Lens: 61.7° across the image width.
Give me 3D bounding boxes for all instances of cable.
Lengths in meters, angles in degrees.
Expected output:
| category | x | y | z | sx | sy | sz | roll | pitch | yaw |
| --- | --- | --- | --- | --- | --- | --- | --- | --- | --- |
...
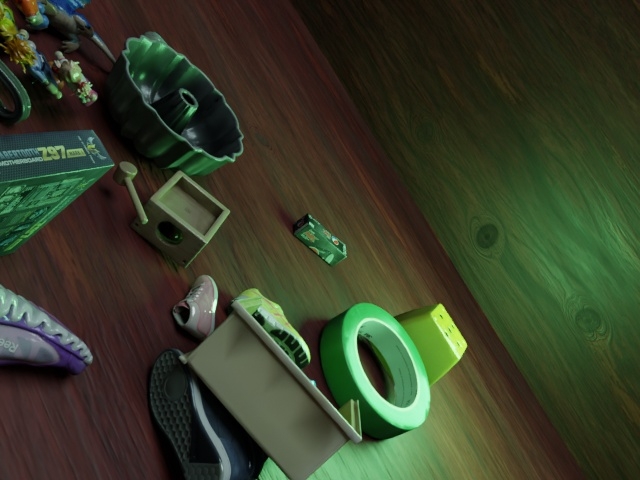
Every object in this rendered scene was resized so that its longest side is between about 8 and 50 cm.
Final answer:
| category | x | y | z | sx | sy | sz | roll | pitch | yaw |
| --- | --- | --- | --- | --- | --- | --- | --- | --- | --- |
| cable | -0.543 | -0.324 | 0.824 | 0.287 | 0.139 | 0.072 | 48 | 17 | -24 |

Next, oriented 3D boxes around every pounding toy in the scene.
| category | x | y | z | sx | sy | sz | roll | pitch | yaw |
| --- | --- | --- | --- | --- | --- | --- | --- | --- | --- |
| pounding toy | -0.301 | -0.050 | 0.989 | 0.206 | 0.094 | 0.181 | 40 | 31 | -12 |

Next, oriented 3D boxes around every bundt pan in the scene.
| category | x | y | z | sx | sy | sz | roll | pitch | yaw |
| --- | --- | --- | --- | --- | --- | --- | --- | --- | --- |
| bundt pan | -0.328 | -0.275 | 1.180 | 0.331 | 0.124 | 0.331 | 42 | 26 | -26 |

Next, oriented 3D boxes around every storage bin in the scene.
| category | x | y | z | sx | sy | sz | roll | pitch | yaw |
| --- | --- | --- | --- | --- | --- | --- | --- | --- | --- |
| storage bin | -0.067 | 0.230 | 0.879 | 0.262 | 0.123 | 0.260 | 46 | 0 | 5 |

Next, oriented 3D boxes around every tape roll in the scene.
| category | x | y | z | sx | sy | sz | roll | pitch | yaw |
| --- | --- | --- | --- | --- | --- | --- | --- | --- | --- |
| tape roll | 0.138 | 0.312 | 1.308 | 0.321 | 0.077 | 0.321 | 35 | 35 | -30 |

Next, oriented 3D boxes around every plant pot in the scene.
| category | x | y | z | sx | sy | sz | roll | pitch | yaw |
| --- | --- | --- | --- | --- | --- | --- | --- | --- | --- |
| plant pot | 0.291 | 0.296 | 1.530 | 0.212 | 0.187 | 0.212 | 58 | 23 | 8 |

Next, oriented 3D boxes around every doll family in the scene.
| category | x | y | z | sx | sy | sz | roll | pitch | yaw |
| --- | --- | --- | --- | --- | --- | --- | --- | --- | --- |
| doll family | -0.500 | -0.329 | 0.916 | 0.263 | 0.118 | 0.163 | 58 | -10 | -4 |

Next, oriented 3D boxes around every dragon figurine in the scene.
| category | x | y | z | sx | sy | sz | roll | pitch | yaw |
| --- | --- | --- | --- | --- | --- | --- | --- | --- | --- |
| dragon figurine | -0.529 | -0.471 | 1.103 | 0.289 | 0.085 | 0.144 | 22 | 40 | -50 |

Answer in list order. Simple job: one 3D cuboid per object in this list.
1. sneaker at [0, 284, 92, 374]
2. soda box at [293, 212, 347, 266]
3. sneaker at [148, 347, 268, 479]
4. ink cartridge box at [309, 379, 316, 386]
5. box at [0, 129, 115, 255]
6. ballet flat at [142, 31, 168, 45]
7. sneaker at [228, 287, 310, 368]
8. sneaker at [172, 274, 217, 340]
| category | x | y | z | sx | sy | sz | roll | pitch | yaw |
| --- | --- | --- | --- | --- | --- | --- | --- | --- | --- |
| sneaker | -0.377 | 0.115 | 0.631 | 0.095 | 0.105 | 0.236 | 19 | -22 | 34 |
| soda box | 0.000 | 0.000 | 1.523 | 0.169 | 0.060 | 0.053 | 40 | 26 | -30 |
| sneaker | -0.166 | 0.274 | 0.827 | 0.226 | 0.086 | 0.163 | 58 | 13 | 28 |
| ink cartridge box | -0.027 | 0.324 | 1.085 | 0.048 | 0.028 | 0.083 | 30 | 34 | -44 |
| box | -0.384 | -0.040 | 0.626 | 0.059 | 0.232 | 0.183 | 58 | 24 | -1 |
| ballet flat | -0.382 | -0.447 | 1.397 | 0.213 | 0.072 | 0.068 | 40 | 55 | -31 |
| sneaker | -0.091 | 0.175 | 1.096 | 0.208 | 0.081 | 0.094 | 50 | 22 | -12 |
| sneaker | -0.225 | 0.108 | 0.961 | 0.070 | 0.051 | 0.134 | 40 | 32 | -43 |
